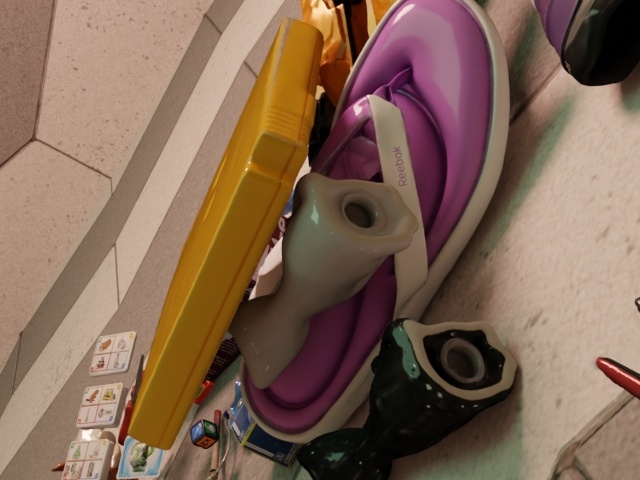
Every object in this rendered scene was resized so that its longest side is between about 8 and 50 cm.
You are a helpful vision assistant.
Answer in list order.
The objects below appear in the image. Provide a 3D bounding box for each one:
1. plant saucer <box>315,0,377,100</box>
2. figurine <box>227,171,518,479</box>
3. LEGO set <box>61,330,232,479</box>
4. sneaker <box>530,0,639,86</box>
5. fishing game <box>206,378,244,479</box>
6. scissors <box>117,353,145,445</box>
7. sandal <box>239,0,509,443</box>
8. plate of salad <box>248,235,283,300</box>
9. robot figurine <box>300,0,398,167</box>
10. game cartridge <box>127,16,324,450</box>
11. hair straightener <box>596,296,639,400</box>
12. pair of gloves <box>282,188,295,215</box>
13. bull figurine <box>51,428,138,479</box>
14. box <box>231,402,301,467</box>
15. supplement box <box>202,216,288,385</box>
[{"bbox_3d":[0.077,-0.264,1.348,0.333,0.081,0.332,-16,48,64],"label":"plant saucer"},{"bbox_3d":[0.015,0.086,0.864,0.215,0.092,0.209,58,135,22],"label":"figurine"},{"bbox_3d":[-0.183,0.185,1.269,0.244,0.060,0.182,-14,57,43],"label":"LEGO set"},{"bbox_3d":[0.267,-0.221,0.788,0.283,0.107,0.124,-51,35,39],"label":"sneaker"},{"bbox_3d":[-0.053,0.122,1.195,0.264,0.041,0.189,-54,16,18],"label":"fishing game"},{"bbox_3d":[-0.239,0.210,1.466,0.297,0.021,0.109,129,161,-75],"label":"scissors"},{"bbox_3d":[0.037,-0.016,0.951,0.169,0.102,0.416,24,98,32],"label":"sandal"},{"bbox_3d":[0.000,0.000,1.179,0.200,0.048,0.200,-46,9,9],"label":"plate of salad"},{"bbox_3d":[0.065,-0.172,1.076,0.211,0.085,0.291,-25,67,40],"label":"robot figurine"},{"bbox_3d":[-0.074,-0.020,0.988,0.323,0.053,0.285,-88,22,-62],"label":"game cartridge"},{"bbox_3d":[0.217,0.067,0.539,0.089,0.047,0.230,-60,18,4],"label":"hair straightener"},{"bbox_3d":[0.027,-0.089,1.225,0.159,0.023,0.198,-44,8,-27],"label":"pair of gloves"},{"bbox_3d":[-0.280,0.326,1.395,0.188,0.101,0.310,-54,21,41],"label":"bull figurine"},{"bbox_3d":[-0.018,0.124,1.076,0.169,0.054,0.059,-62,18,1],"label":"box"},{"bbox_3d":[-0.119,0.077,1.384,0.239,0.073,0.130,-47,25,40],"label":"supplement box"}]
